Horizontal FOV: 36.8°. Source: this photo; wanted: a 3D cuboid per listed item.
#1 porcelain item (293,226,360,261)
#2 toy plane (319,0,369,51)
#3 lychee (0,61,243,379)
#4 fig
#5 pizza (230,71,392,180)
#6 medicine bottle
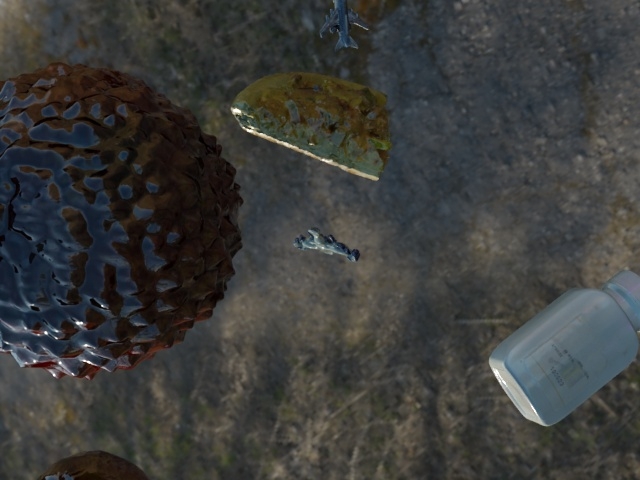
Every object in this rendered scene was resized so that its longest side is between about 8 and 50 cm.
[{"bbox_3d":[0.000,0.000,1.665,0.136,0.021,0.075,12,154,35],"label":"porcelain item"},{"bbox_3d":[0.030,-0.308,1.343,0.031,0.078,0.083,1,103,61],"label":"toy plane"},{"bbox_3d":[-0.327,-0.027,1.284,0.424,0.500,0.425,-3,84,34],"label":"lychee"},{"bbox_3d":[-0.402,0.491,1.700,0.214,0.235,0.235,-9,108,52],"label":"fig"},{"bbox_3d":[-0.009,-0.221,1.576,0.268,0.258,0.087,18,117,-10],"label":"pizza"},{"bbox_3d":[0.447,0.177,1.667,0.161,0.296,0.111,55,170,-8],"label":"medicine bottle"}]
